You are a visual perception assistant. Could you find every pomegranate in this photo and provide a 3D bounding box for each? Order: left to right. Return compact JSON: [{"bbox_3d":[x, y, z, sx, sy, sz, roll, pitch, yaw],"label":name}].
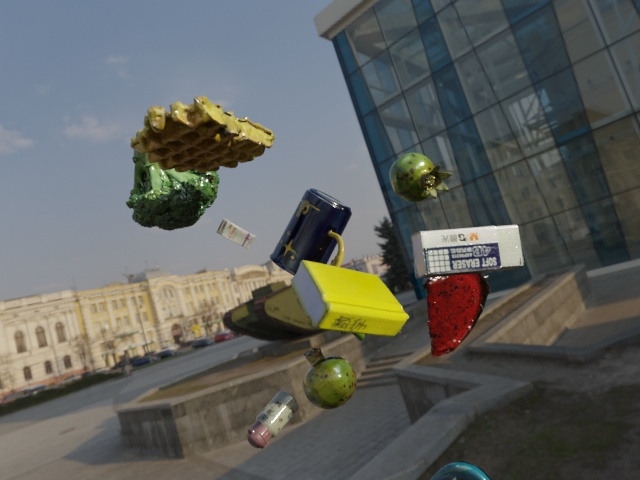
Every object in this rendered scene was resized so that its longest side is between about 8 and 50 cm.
[{"bbox_3d":[0.020,0.303,0.968,0.130,0.130,0.130,-17,-7,-2],"label":"pomegranate"},{"bbox_3d":[0.314,-0.198,1.366,0.156,0.156,0.220,-11,9,-40],"label":"pomegranate"}]

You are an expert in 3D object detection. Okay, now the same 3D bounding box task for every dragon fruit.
[{"bbox_3d":[0.461,0.219,1.533,0.282,0.344,0.100,-19,28,-14],"label":"dragon fruit"}]

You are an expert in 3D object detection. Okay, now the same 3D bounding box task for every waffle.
[{"bbox_3d":[-0.242,-0.214,0.941,0.309,0.065,0.283,-11,-12,-17],"label":"waffle"}]

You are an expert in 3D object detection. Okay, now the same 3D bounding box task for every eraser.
[{"bbox_3d":[0.060,0.126,0.929,0.226,0.158,0.069,13,-62,-32],"label":"eraser"},{"bbox_3d":[0.402,0.029,1.219,0.287,0.130,0.086,-3,-11,-8],"label":"eraser"}]

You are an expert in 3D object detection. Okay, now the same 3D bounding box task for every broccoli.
[{"bbox_3d":[-0.417,-0.162,1.219,0.269,0.270,0.270,-21,22,9],"label":"broccoli"}]

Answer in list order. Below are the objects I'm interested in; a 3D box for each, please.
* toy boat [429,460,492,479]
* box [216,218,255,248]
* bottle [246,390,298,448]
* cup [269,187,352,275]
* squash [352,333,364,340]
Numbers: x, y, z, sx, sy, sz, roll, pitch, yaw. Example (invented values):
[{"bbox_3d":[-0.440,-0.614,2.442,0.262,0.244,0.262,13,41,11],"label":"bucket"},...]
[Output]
[{"bbox_3d":[0.235,0.582,0.886,0.092,0.134,0.299,-1,-53,-59],"label":"toy boat"},{"bbox_3d":[-0.254,-0.019,1.326,0.036,0.051,0.117,21,-10,42],"label":"box"},{"bbox_3d":[-0.197,0.724,1.770,0.110,0.110,0.233,-25,12,47],"label":"bottle"},{"bbox_3d":[0.006,-0.001,1.371,0.256,0.255,0.178,-62,-26,10],"label":"cup"},{"bbox_3d":[0.090,0.226,1.080,0.027,0.027,0.089,-18,-29,11],"label":"squash"}]
